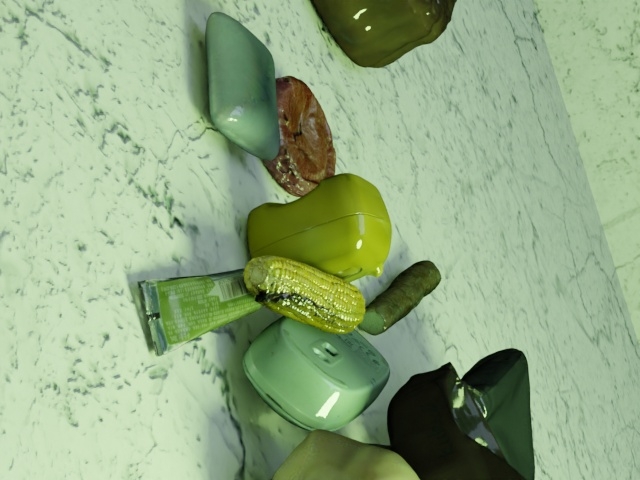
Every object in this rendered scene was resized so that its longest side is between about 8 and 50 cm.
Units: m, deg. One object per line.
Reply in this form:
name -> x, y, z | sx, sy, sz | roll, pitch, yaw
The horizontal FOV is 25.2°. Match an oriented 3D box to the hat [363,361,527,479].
hat -> 0.161, 0.318, 1.768 | 0.336, 0.209, 0.238 | 53, 3, 39

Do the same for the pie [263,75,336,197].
pie -> -0.037, -0.147, 2.029 | 0.182, 0.049, 0.182 | 36, 47, -50

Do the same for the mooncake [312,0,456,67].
mooncake -> 0.098, -0.457, 2.374 | 0.324, 0.187, 0.324 | 50, 30, -43

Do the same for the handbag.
handbag -> 0.195, 0.297, 2.074 | 0.302, 0.178, 0.275 | -28, 114, -65

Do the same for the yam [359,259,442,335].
yam -> 0.123, 0.090, 2.202 | 0.274, 0.061, 0.061 | -36, 106, -64

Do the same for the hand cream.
hand cream -> -0.137, 0.072, 1.671 | 0.235, 0.055, 0.086 | -15, 90, -60

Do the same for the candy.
candy -> -0.104, -0.203, 1.892 | 0.138, 0.071, 0.174 | 37, 41, -52

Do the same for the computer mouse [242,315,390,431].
computer mouse -> -0.009, 0.168, 1.801 | 0.159, 0.097, 0.288 | 40, 13, 8

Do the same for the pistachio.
pistachio -> 0.040, 0.366, 1.670 | 0.226, 0.207, 0.332 | -111, 180, -60

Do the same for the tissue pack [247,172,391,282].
tissue pack -> 0.000, 0.000, 1.845 | 0.123, 0.178, 0.127 | 23, 50, -58

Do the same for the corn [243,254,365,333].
corn -> -0.017, 0.066, 1.751 | 0.203, 0.072, 0.072 | 25, 51, -50
